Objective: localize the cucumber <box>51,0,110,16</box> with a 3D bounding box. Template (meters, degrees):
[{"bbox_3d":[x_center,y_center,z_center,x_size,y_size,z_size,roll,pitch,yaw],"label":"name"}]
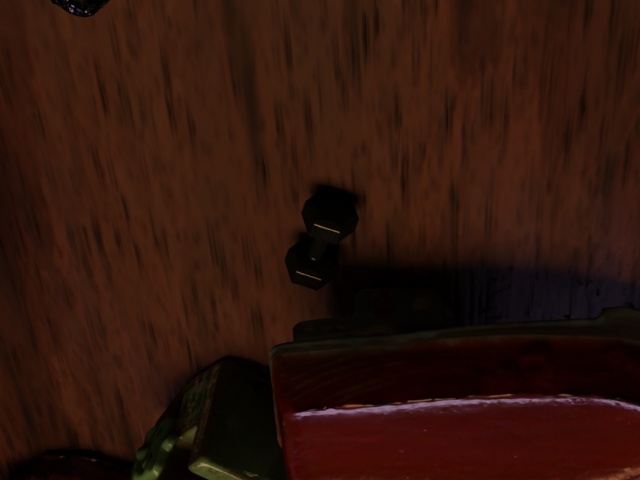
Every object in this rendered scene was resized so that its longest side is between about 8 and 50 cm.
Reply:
[{"bbox_3d":[-0.179,-0.198,1.061,0.053,0.053,0.181,-10,139,28],"label":"cucumber"}]

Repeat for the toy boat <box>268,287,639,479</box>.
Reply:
[{"bbox_3d":[0.130,0.100,1.287,0.331,0.133,0.145,-1,136,3],"label":"toy boat"}]

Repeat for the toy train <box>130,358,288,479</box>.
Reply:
[{"bbox_3d":[0.005,0.222,1.473,0.326,0.129,0.159,26,135,-14],"label":"toy train"}]

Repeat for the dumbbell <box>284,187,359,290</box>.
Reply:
[{"bbox_3d":[0.000,0.000,1.261,0.036,0.040,0.083,42,145,16],"label":"dumbbell"}]

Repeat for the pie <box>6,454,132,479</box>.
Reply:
[{"bbox_3d":[-0.201,0.272,1.665,0.218,0.054,0.204,27,141,-13],"label":"pie"}]
